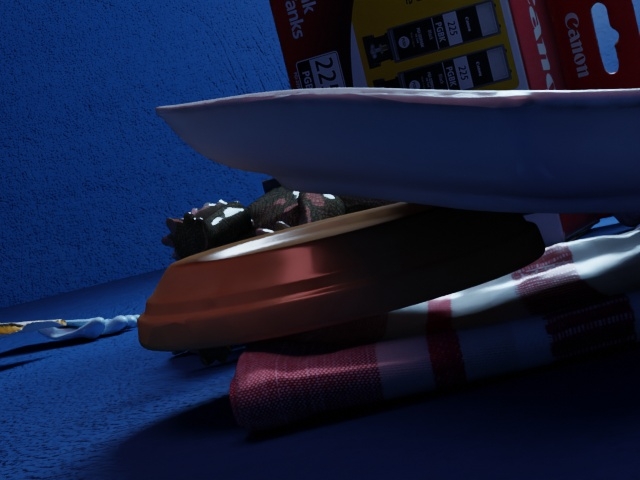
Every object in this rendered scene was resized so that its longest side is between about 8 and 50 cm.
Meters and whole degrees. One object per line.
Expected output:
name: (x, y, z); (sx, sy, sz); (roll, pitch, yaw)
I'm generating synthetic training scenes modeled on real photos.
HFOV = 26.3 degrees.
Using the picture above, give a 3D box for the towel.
towel: (0.129, 0.019, 0.649); (0.329, 0.037, 0.237); (-14, 3, 4)

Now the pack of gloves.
pack of gloves: (-0.301, 0.104, 1.353); (0.232, 0.046, 0.195); (-8, -5, 44)

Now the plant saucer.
plant saucer: (0.007, 0.011, 0.662); (0.200, 0.037, 0.200); (-13, 3, 1)

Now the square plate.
square plate: (0.140, -0.048, 0.622); (0.347, 0.049, 0.344); (-3, 5, -25)

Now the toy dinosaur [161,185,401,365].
toy dinosaur: (0.000, 0.000, 0.878); (0.313, 0.121, 0.160); (-17, 14, 27)

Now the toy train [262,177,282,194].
toy train: (0.070, -0.082, 1.510); (0.334, 0.190, 0.142); (-11, 3, 41)

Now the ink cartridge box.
ink cartridge box: (0.122, -0.141, 1.138); (0.272, 0.309, 0.130); (-13, 3, 25)

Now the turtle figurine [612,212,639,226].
turtle figurine: (0.318, -0.084, 1.006); (0.175, 0.118, 0.234); (2, -22, -32)
